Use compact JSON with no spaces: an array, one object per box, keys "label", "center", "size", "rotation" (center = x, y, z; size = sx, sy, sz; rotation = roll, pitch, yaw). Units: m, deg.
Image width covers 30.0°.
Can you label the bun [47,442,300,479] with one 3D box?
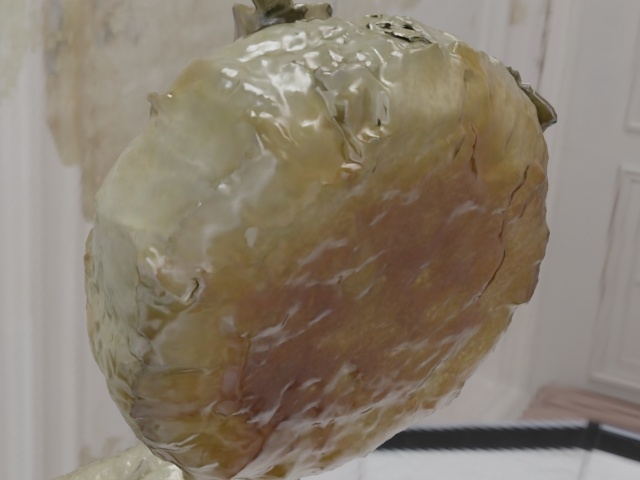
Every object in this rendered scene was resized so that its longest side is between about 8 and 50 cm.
[{"label":"bun","center":[-0.149,0.295,1.075],"size":[0.281,0.281,0.205],"rotation":[32,-142,-63]}]

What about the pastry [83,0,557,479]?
[{"label":"pastry","center":[-0.004,0.005,0.571],"size":[0.235,0.121,0.257],"rotation":[-8,-50,-37]}]
